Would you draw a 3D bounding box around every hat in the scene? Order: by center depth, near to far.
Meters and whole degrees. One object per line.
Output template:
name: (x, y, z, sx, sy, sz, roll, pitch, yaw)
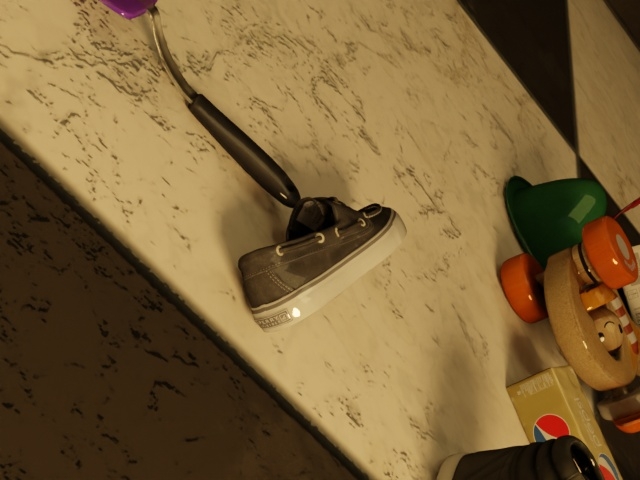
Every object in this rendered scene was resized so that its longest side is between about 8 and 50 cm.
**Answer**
hat: (0.370, -0.055, 1.388, 0.173, 0.183, 0.208, 52, 30, -13)

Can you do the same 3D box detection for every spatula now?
spatula: (-0.114, -0.139, 0.866, 0.296, 0.030, 0.084, 51, 28, -15)

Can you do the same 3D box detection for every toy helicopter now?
toy helicopter: (0.371, 0.136, 1.269, 0.355, 0.140, 0.235, 27, 44, -48)

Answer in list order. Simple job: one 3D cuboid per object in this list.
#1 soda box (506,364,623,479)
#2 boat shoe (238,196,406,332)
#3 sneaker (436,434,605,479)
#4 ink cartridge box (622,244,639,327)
soda box: (0.265, 0.224, 1.096, 0.061, 0.058, 0.181, 5, 60, -56)
boat shoe: (0.000, 0.000, 0.872, 0.228, 0.080, 0.076, -36, 102, -54)
sneaker: (0.157, 0.260, 0.801, 0.104, 0.147, 0.296, 49, 32, -22)
ink cartridge box: (0.509, 0.140, 1.587, 0.225, 0.056, 0.181, 56, 22, -48)
